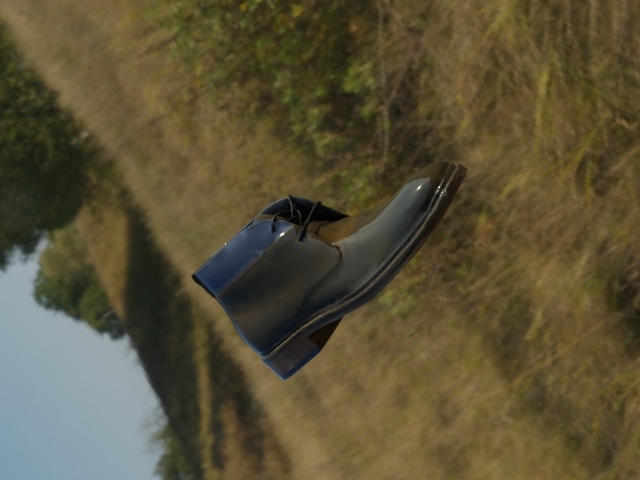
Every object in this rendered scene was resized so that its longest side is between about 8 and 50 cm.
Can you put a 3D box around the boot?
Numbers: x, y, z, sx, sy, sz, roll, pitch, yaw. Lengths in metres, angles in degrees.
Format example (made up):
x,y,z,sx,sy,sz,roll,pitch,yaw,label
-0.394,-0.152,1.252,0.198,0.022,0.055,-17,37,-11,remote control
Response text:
x,y,z,sx,sy,sz,roll,pitch,yaw,label
0.000,0.000,0.721,0.106,0.219,0.082,42,-153,-3,boot
